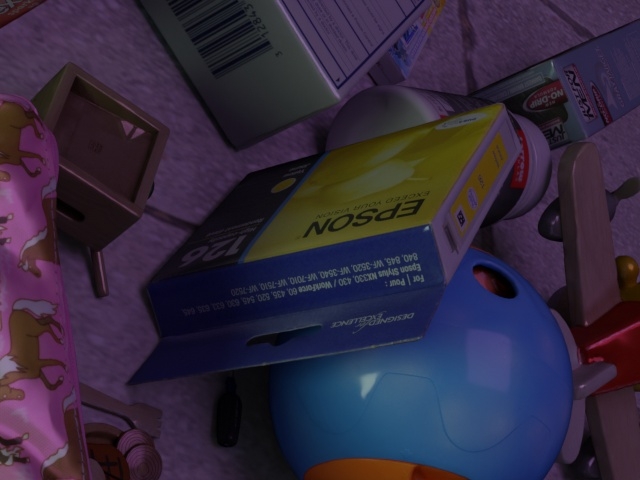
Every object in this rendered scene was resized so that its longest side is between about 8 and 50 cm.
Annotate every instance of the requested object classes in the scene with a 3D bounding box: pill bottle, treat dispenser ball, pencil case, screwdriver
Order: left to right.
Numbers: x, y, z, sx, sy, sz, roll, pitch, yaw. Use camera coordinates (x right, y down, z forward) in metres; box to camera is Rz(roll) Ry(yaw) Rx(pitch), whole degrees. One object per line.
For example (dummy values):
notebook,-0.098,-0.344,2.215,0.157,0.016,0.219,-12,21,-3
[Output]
pencil case,-0.255,0.077,1.002,0.167,0.160,0.386,8,64,-50
screwdriver,-0.087,0.120,1.326,0.025,0.024,0.170,10,53,-18
treat dispenser ball,0.094,0.138,1.315,0.288,0.288,0.288,29,50,-42
pill bottle,0.148,-0.092,1.625,0.283,0.161,0.161,-1,72,-53

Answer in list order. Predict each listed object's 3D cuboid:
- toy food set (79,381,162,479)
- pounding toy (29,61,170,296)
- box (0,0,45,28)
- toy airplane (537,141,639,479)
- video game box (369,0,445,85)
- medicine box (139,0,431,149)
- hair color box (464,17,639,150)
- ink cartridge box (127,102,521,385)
toy food set,-0.169,0.210,1.146,0.132,0.038,0.192,30,50,-41
pounding toy,-0.204,-0.051,1.212,0.141,0.100,0.130,34,45,-24
box,-0.266,-0.259,1.048,0.142,0.300,0.154,-4,76,-56
toy airplane,0.359,0.124,1.748,0.384,0.272,0.386,32,84,-26
video game box,0.070,-0.318,1.747,0.187,0.048,0.205,51,39,-20
medicine box,-0.047,-0.287,1.485,0.263,0.149,0.289,57,36,-14
hair color box,0.330,-0.198,1.903,0.374,0.185,0.113,-30,96,-55
ink cartridge box,0.000,0.000,1.251,0.072,0.304,0.307,66,33,-20
